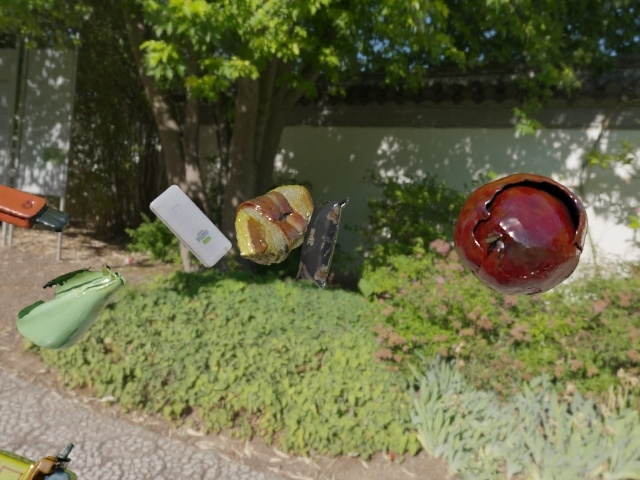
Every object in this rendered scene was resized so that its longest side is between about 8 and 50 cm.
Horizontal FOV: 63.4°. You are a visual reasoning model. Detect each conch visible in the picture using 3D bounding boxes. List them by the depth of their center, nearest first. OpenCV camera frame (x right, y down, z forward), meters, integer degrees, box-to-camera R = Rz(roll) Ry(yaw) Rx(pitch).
[{"bbox_3d":[-0.555,0.132,1.155,0.137,0.250,0.143,39,0,-15],"label":"conch"}]

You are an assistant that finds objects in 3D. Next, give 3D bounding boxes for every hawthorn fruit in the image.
[{"bbox_3d":[0.219,-0.006,0.592,0.148,0.148,0.172,11,7,43],"label":"hawthorn fruit"}]

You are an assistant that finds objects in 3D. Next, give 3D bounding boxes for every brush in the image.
[{"bbox_3d":[-0.675,-0.087,1.050,0.323,0.051,0.070,17,44,-8],"label":"brush"}]

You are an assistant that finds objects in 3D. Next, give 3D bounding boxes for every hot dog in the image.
[{"bbox_3d":[-0.091,-0.023,0.940,0.093,0.123,0.261,-34,1,31],"label":"hot dog"}]

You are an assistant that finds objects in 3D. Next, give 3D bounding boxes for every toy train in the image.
[{"bbox_3d":[-0.389,0.350,0.638,0.127,0.219,0.089,24,-24,-1],"label":"toy train"}]

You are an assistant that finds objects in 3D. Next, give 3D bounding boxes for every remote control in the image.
[{"bbox_3d":[-0.374,-0.041,1.504,0.250,0.103,0.034,47,-25,-12],"label":"remote control"}]

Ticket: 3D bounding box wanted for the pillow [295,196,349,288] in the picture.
[{"bbox_3d":[-0.001,0.000,0.839,0.048,0.150,0.090,16,-3,-12],"label":"pillow"}]
